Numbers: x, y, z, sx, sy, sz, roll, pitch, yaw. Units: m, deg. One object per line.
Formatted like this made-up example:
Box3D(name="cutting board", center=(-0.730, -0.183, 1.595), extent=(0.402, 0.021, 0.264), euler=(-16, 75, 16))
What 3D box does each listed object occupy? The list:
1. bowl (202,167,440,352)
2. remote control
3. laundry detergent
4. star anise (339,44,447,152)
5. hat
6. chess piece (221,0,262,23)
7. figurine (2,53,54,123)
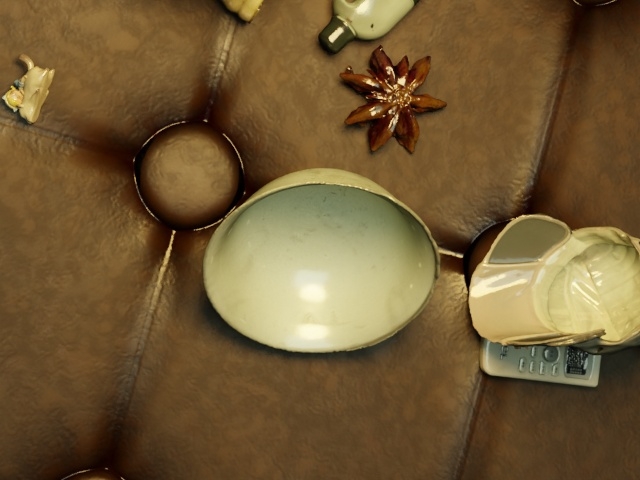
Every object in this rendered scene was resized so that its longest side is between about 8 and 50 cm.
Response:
Box3D(name="bowl", center=(0.000, 0.000, 1.388), extent=(0.313, 0.146, 0.313), euler=(0, 132, -1))
Box3D(name="remote control", center=(0.329, 0.167, 1.534), extent=(0.190, 0.029, 0.088), euler=(9, 87, -12))
Box3D(name="laundry detergent", center=(0.084, -0.354, 1.464), extent=(0.226, 0.070, 0.099), euler=(-45, 107, -8))
Box3D(name="star anise", center=(0.106, -0.202, 1.474), extent=(0.167, 0.057, 0.168), euler=(0, 89, -11))
Box3D(name="hat", center=(0.352, 0.086, 1.475), extent=(0.275, 0.232, 0.161), euler=(-11, 137, 3))
Box3D(name="chess piece", center=(-0.161, -0.384, 1.400), extent=(0.200, 0.090, 0.090), euler=(29, 84, -11))
Box3D(name="figurine", center=(-0.393, -0.203, 1.377), extent=(0.050, 0.047, 0.083), euler=(22, 92, 4))
